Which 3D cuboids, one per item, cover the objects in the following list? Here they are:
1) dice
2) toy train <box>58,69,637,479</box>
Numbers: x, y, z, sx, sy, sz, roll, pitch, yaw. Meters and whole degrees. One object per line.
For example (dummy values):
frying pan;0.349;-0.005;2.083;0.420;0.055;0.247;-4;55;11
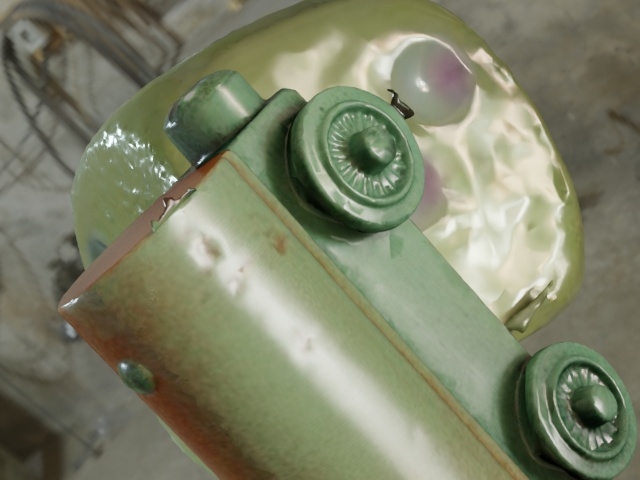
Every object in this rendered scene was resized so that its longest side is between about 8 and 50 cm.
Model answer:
dice;0.000;0.000;0.887;0.252;0.250;0.254;-28;-9;-27
toy train;0.016;0.064;0.581;0.116;0.285;0.177;-28;18;48
